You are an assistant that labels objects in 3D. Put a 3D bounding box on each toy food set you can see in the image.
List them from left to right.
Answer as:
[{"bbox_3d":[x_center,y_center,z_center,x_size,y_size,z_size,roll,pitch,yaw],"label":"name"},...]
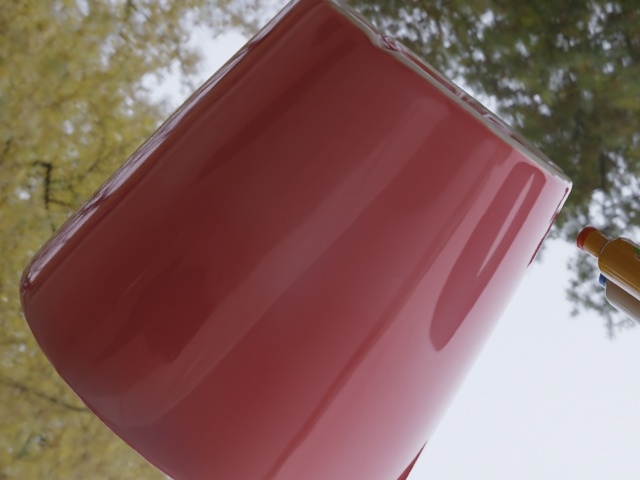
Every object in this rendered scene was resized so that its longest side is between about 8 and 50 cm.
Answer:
[{"bbox_3d":[0.346,0.034,1.081,0.232,0.111,0.104,-9,-148,-29],"label":"toy food set"}]

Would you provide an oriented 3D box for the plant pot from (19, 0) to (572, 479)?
[{"bbox_3d":[0.000,0.000,0.703,0.243,0.275,0.275,-53,-126,11],"label":"plant pot"}]
